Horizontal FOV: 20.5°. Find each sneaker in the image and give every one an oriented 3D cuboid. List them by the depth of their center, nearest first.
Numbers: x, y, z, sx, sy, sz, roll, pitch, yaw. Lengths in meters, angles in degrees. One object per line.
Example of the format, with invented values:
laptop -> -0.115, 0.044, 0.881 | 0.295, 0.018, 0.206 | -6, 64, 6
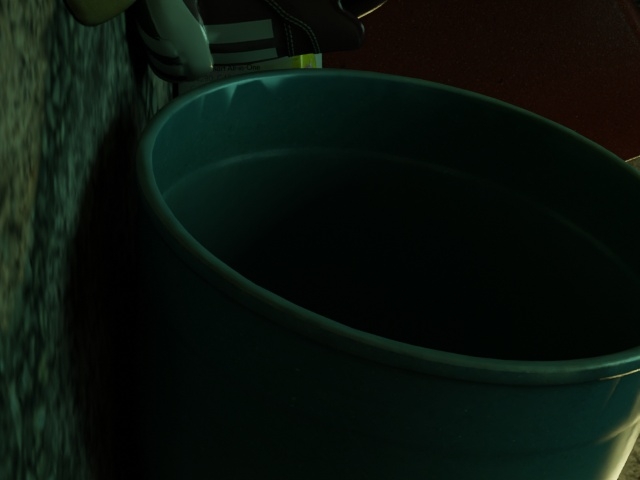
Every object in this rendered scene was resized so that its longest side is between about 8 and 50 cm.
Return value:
sneaker -> -0.011, -0.215, 0.952 | 0.106, 0.162, 0.281 | 75, 15, -72

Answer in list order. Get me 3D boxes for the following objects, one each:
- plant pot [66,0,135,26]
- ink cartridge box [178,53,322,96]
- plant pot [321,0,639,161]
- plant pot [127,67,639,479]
plant pot -> -0.091, -0.213, 0.780 | 0.236, 0.032, 0.236 | -2, 90, -85
ink cartridge box -> -0.041, -0.107, 1.083 | 0.134, 0.078, 0.231 | -9, 97, -85
plant pot -> 0.072, -0.151, 1.273 | 0.267, 0.267, 0.235 | -142, -148, -77
plant pot -> 0.022, 0.087, 0.881 | 0.271, 0.272, 0.255 | -82, -174, -61
